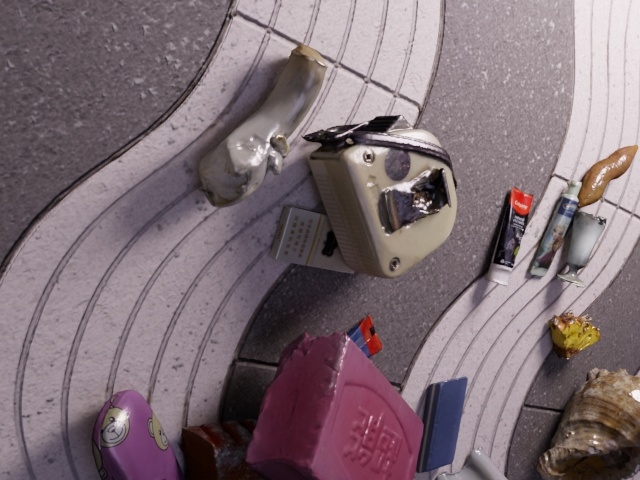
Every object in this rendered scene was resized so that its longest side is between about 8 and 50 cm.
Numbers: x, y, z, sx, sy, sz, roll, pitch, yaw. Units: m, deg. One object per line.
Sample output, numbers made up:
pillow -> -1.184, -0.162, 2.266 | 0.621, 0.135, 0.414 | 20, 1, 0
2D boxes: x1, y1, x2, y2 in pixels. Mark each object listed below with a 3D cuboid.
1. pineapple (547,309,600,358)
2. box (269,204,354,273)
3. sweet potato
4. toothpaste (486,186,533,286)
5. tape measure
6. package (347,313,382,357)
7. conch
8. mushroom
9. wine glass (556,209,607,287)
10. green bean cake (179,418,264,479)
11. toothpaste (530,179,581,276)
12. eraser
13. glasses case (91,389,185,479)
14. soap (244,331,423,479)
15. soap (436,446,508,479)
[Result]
pineapple -> 0.561, 0.213, 1.684 | 0.137, 0.069, 0.116 | 16, 102, -29
box -> 0.000, 0.000, 1.229 | 0.166, 0.024, 0.090 | 12, 98, -38
sweet potato -> 0.614, -0.148, 1.595 | 0.218, 0.051, 0.065 | -42, 122, -17
toothpaste -> 0.378, -0.008, 1.485 | 0.071, 0.045, 0.194 | 18, 89, -38
tape measure -> 0.118, -0.098, 1.203 | 0.231, 0.133, 0.271 | -35, 114, -28
package -> 0.027, 0.217, 1.325 | 0.200, 0.022, 0.083 | -34, 123, -22
conch -> 0.665, 0.445, 1.757 | 0.352, 0.210, 0.297 | -18, 124, 8
mushroom -> -0.080, -0.164, 1.078 | 0.278, 0.099, 0.096 | -54, 141, -13
wine glass -> 0.564, 0.018, 1.607 | 0.072, 0.072, 0.156 | 7, 103, -37
green bean cake -> -0.142, 0.409, 1.226 | 0.198, 0.097, 0.233 | 1, 106, -38
toothpaste -> 0.499, -0.024, 1.568 | 0.061, 0.037, 0.216 | 12, 104, -39
eraser -> 0.250, 0.380, 1.531 | 0.081, 0.036, 0.225 | -5, 109, -34
glasses case -> -0.259, 0.368, 1.116 | 0.123, 0.075, 0.317 | -70, 150, -58
soap -> 0.038, 0.329, 1.232 | 0.359, 0.128, 0.233 | 52, 45, -45
soap -> 0.364, 0.636, 1.701 | 0.159, 0.258, 0.302 | -34, 78, -21
